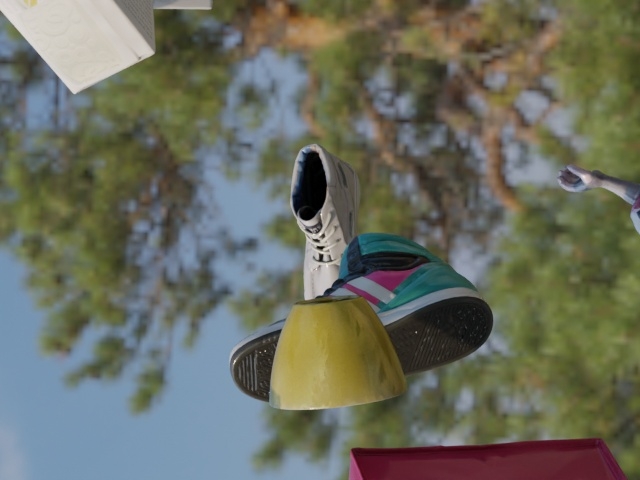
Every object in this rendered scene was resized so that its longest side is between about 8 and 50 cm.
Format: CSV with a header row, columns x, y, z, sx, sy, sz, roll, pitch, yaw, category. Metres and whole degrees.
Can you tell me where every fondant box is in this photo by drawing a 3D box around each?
x,y,z,sx,sy,sz,roll,pitch,yaw,category
-0.256,-0.332,1.559,0.238,0.096,0.330,51,-160,-41,fondant box

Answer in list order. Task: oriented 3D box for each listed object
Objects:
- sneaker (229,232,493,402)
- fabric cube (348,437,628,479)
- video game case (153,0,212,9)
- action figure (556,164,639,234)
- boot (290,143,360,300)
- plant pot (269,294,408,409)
x,y,z,sx,sy,sz,roll,pitch,yaw,category
0.029,0.078,1.916,0.178,0.295,0.124,-116,16,-59,sneaker
0.159,0.357,1.532,0.254,0.259,0.258,-109,21,-61,fabric cube
-0.296,-0.286,1.971,0.204,0.285,0.025,18,108,60,video game case
0.449,-0.080,1.838,0.370,0.275,0.248,-59,16,-26,action figure
0.000,0.000,2.286,0.123,0.095,0.258,34,-131,-61,boot
0.012,0.104,1.625,0.134,0.134,0.095,-18,-79,-74,plant pot
